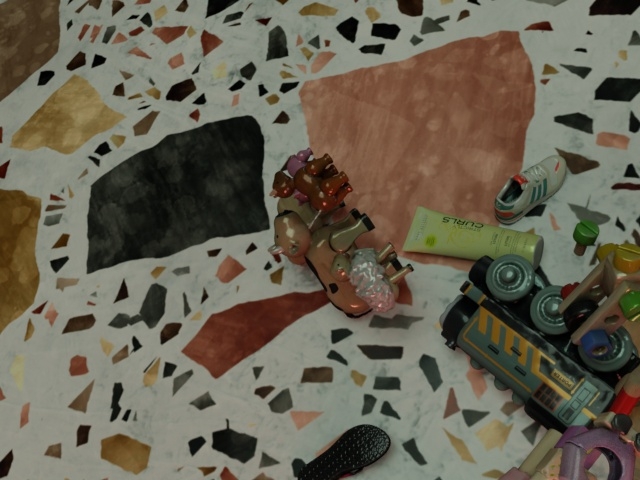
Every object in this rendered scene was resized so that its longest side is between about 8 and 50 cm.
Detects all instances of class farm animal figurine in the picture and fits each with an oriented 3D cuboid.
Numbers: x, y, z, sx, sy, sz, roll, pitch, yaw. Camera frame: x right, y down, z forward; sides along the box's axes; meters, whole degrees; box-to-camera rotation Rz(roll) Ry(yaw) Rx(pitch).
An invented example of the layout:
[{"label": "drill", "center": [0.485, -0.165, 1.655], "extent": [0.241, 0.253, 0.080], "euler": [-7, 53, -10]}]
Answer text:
[{"label": "farm animal figurine", "center": [0.000, 0.000, 1.342], "extent": [0.172, 0.330, 0.326], "euler": [-36, 87, -3]}]

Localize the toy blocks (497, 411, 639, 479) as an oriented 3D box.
[{"label": "toy blocks", "center": [0.335, 0.404, 0.925], "extent": [0.289, 0.309, 0.260], "euler": [42, 77, 12]}]

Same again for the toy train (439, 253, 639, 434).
[{"label": "toy train", "center": [0.341, 0.164, 1.186], "extent": [0.334, 0.142, 0.190], "euler": [39, 92, 31]}]

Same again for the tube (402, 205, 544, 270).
[{"label": "tube", "center": [0.265, 0.000, 1.336], "extent": [0.240, 0.062, 0.070], "euler": [13, 30, 30]}]

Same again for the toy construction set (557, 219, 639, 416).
[{"label": "toy construction set", "center": [0.450, 0.070, 0.983], "extent": [0.258, 0.237, 0.308], "euler": [18, 51, 15]}]

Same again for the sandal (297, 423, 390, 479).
[{"label": "sandal", "center": [0.041, 0.361, 1.253], "extent": [0.179, 0.040, 0.067], "euler": [-36, 52, 17]}]

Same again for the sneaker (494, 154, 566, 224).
[{"label": "sneaker", "center": [0.369, -0.099, 1.334], "extent": [0.161, 0.075, 0.057], "euler": [-40, 59, -2]}]
